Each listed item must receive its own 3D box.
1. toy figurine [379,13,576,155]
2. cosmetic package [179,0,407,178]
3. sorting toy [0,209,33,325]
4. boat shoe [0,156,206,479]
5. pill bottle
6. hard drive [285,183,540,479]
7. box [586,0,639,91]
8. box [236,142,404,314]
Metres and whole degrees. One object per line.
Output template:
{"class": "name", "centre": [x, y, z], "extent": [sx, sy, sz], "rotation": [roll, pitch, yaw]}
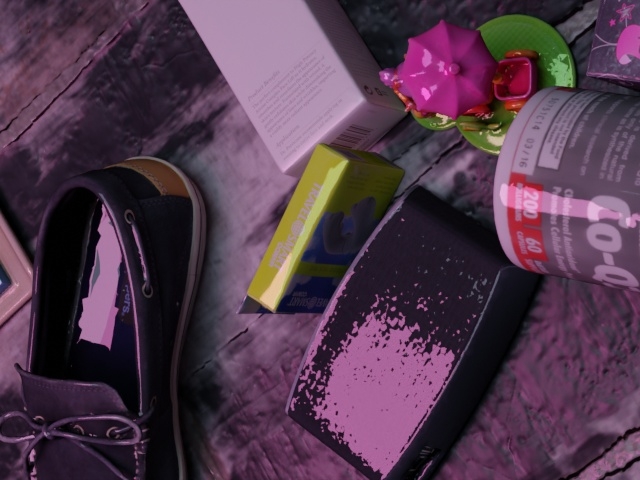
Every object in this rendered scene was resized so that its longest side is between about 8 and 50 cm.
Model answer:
{"class": "toy figurine", "centre": [0.113, -0.145, 1.670], "extent": [0.173, 0.159, 0.130], "rotation": [-1, 85, 33]}
{"class": "cosmetic package", "centre": [-0.029, -0.180, 1.811], "extent": [0.117, 0.085, 0.231], "rotation": [-40, 65, 24]}
{"class": "sorting toy", "centre": [-0.413, 0.032, 2.066], "extent": [0.208, 0.038, 0.193], "rotation": [-44, 65, 23]}
{"class": "boat shoe", "centre": [-0.224, 0.163, 1.868], "extent": [0.186, 0.156, 0.500], "rotation": [8, 92, 31]}
{"class": "pill bottle", "centre": [0.298, -0.030, 1.541], "extent": [0.283, 0.161, 0.161], "rotation": [11, 93, 33]}
{"class": "hard drive", "centre": [0.075, 0.093, 1.738], "extent": [0.172, 0.054, 0.255], "rotation": [36, 105, 29]}
{"class": "box", "centre": [0.361, -0.183, 1.524], "extent": [0.247, 0.142, 0.163], "rotation": [11, 92, 33]}
{"class": "box", "centre": [0.000, 0.000, 1.761], "extent": [0.042, 0.109, 0.178], "rotation": [33, 104, 28]}
